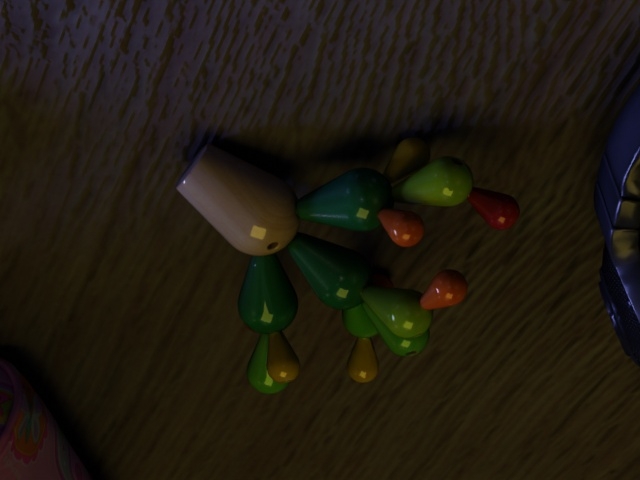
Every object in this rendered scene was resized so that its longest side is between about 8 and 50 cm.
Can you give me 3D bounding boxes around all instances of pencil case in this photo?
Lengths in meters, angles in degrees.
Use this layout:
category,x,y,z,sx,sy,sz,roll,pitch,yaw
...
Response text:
category,x,y,z,sx,sy,sz,roll,pitch,yaw
pencil case,-0.226,0.197,1.275,0.124,0.124,0.284,-8,140,12

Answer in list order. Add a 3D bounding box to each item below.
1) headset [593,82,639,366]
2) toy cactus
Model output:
category,x,y,z,sx,sy,sz,roll,pitch,yaw
headset,0.274,0.017,1.052,0.243,0.185,0.394,0,126,-5
toy cactus,0.000,0.000,1.056,0.180,0.112,0.219,37,135,-11
